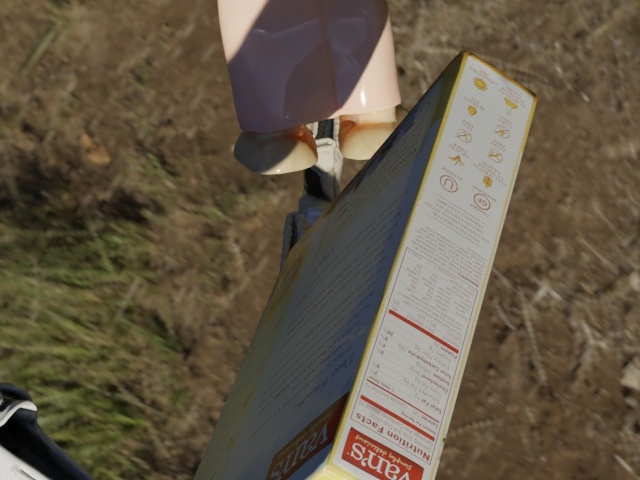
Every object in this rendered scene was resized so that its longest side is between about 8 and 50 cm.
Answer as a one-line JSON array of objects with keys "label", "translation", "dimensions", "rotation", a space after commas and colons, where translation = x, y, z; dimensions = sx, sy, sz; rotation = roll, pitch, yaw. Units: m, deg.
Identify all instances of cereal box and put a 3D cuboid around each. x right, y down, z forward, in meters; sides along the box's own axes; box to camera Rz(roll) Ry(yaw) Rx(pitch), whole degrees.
[{"label": "cereal box", "translation": [0.008, 0.052, 0.665], "dimensions": [0.173, 0.047, 0.240], "rotation": [-48, 15, 45]}]

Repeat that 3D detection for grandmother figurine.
[{"label": "grandmother figurine", "translation": [-0.026, -0.216, 0.956], "dimensions": [0.208, 0.342, 0.104], "rotation": [-11, 20, -15]}]

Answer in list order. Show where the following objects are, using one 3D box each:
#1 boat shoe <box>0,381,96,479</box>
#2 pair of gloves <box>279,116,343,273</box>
[{"label": "boat shoe", "translation": [-0.265, 0.157, 1.303], "dimensions": [0.258, 0.095, 0.084], "rotation": [40, 106, 15]}, {"label": "pair of gloves", "translation": [0.000, 0.000, 1.376], "dimensions": [0.042, 0.204, 0.240], "rotation": [2, 51, 5]}]
